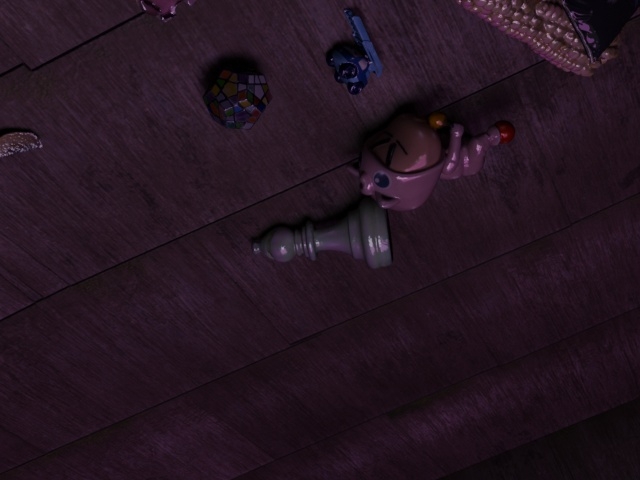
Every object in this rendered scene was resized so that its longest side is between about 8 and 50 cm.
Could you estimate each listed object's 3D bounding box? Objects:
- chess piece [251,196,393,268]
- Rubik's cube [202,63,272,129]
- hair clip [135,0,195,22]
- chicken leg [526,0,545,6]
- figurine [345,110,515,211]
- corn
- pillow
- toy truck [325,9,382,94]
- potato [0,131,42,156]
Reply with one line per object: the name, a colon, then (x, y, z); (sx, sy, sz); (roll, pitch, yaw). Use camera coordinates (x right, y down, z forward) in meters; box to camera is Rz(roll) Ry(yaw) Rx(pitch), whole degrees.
chess piece: (0.000, 0.000, 2.019); (0.271, 0.139, 0.139); (-8, 143, 6)
Rubik's cube: (-0.134, -0.231, 1.684); (0.093, 0.111, 0.111); (-6, 152, 33)
hair clip: (-0.192, -0.387, 1.443); (0.187, 0.056, 0.146); (-35, 140, -25)
chicken leg: (0.316, -0.448, 1.551); (0.085, 0.069, 0.198); (-14, 112, -31)
figurine: (0.193, -0.162, 1.867); (0.287, 0.176, 0.186); (-14, 126, -13)
corn: (0.347, -0.370, 1.676); (0.335, 0.127, 0.126); (21, 129, -35)
pillow: (0.460, -0.396, 1.642); (0.208, 0.055, 0.141); (-50, 127, -15)
toy truck: (0.048, -0.302, 1.693); (0.074, 0.063, 0.136); (-38, 140, -4)
potato: (-0.502, -0.158, 1.693); (0.093, 0.036, 0.037); (-18, 109, -28)
